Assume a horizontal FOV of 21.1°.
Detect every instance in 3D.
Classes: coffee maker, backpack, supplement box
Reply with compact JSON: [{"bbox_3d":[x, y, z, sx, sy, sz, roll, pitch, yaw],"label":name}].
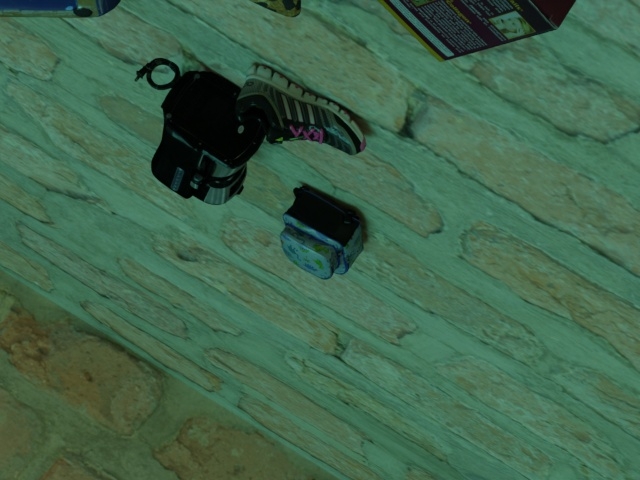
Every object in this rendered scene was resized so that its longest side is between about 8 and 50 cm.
[{"bbox_3d":[-0.157,-0.141,2.196,0.171,0.120,0.178,55,160,7],"label":"coffee maker"},{"bbox_3d":[0.000,0.000,2.292,0.105,0.084,0.114,28,162,21],"label":"backpack"},{"bbox_3d":[0.144,-0.236,1.550,0.104,0.081,0.188,42,158,-20],"label":"supplement box"}]

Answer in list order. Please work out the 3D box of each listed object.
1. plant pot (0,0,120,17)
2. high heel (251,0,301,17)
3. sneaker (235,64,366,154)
[{"bbox_3d":[-0.297,-0.344,1.652,0.236,0.212,0.236,1,160,-2],"label":"plant pot"},{"bbox_3d":[-0.103,-0.269,1.680,0.093,0.186,0.261,-25,127,24],"label":"high heel"},{"bbox_3d":[-0.029,-0.137,2.036,0.170,0.074,0.063,30,159,7],"label":"sneaker"}]
